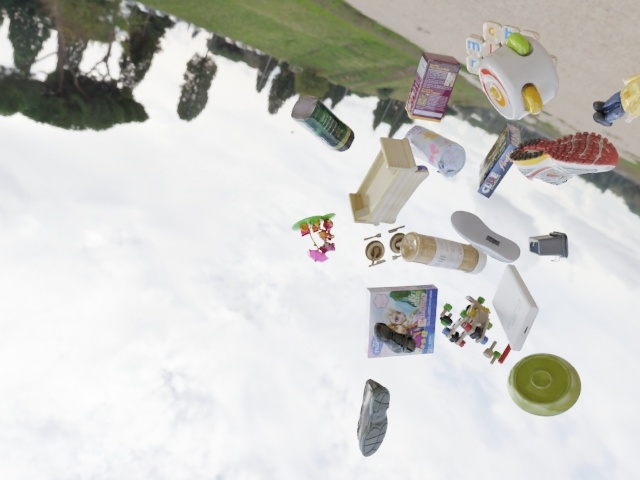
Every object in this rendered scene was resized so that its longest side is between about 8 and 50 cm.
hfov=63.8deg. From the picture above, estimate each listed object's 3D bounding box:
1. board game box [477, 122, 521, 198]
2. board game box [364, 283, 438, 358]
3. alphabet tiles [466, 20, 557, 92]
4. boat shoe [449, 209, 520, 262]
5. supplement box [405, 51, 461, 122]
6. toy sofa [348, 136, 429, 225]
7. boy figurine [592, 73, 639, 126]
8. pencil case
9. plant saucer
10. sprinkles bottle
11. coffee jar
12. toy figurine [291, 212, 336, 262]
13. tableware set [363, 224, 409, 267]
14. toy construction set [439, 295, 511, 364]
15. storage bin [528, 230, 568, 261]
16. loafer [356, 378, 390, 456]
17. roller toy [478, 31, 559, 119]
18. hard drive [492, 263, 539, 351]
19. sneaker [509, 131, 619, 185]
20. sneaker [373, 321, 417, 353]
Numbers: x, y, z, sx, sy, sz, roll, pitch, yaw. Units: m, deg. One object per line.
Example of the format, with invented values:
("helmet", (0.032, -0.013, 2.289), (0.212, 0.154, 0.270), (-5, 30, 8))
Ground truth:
("board game box", (0.533, -0.244, 1.536), (0.042, 0.165, 0.243), (29, -149, 3))
("board game box", (0.358, 0.361, 2.299), (0.317, 0.319, 0.066), (-3, -166, -10))
("alphabet tiles", (0.574, -0.535, 1.563), (0.284, 0.021, 0.278), (31, 162, 31))
("boat shoe", (0.567, -0.008, 1.798), (0.267, 0.096, 0.088), (30, 164, 9))
("supplement box", (0.343, -0.470, 1.580), (0.104, 0.188, 0.081), (6, -143, -11))
("toy sofa", (0.253, -0.217, 1.970), (0.176, 0.363, 0.150), (3, -125, -19))
("boy figurine", (1.057, -0.487, 1.736), (0.092, 0.178, 0.285), (14, 164, -8))
("pencil case", (0.406, -0.323, 1.845), (0.113, 0.124, 0.273), (-24, -146, -10))
("plant saucer", (0.765, 0.486, 1.774), (0.037, 0.240, 0.241), (56, 179, -39))
("sprinkles bottle", (0.484, 0.051, 2.007), (0.355, 0.121, 0.121), (11, -154, -28))
("coffee jar", (0.010, -0.314, 1.405), (0.096, 0.079, 0.184), (24, 175, 46))
("toy figurine", (0.000, 0.000, 1.864), (0.173, 0.130, 0.159), (-17, -105, -8))
("tableware set", (0.266, 0.029, 2.012), (0.194, 0.128, 0.039), (-17, -162, -16))
("toy construction set", (0.693, 0.353, 2.198), (0.308, 0.237, 0.258), (33, 159, 24))
("storage bin", (0.761, 0.023, 1.730), (0.090, 0.098, 0.135), (-4, -174, 5))
("loafer", (0.167, 0.577, 1.683), (0.096, 0.268, 0.084), (-3, -158, -30))
("roller toy", (0.521, -0.425, 1.370), (0.209, 0.146, 0.191), (58, -174, 1))
("hard drive", (0.756, 0.256, 2.014), (0.040, 0.203, 0.308), (10, -152, -2))
("sneaker", (0.514, -0.166, 1.077), (0.093, 0.088, 0.225), (46, 165, -27))
("sneaker", (0.315, 0.403, 2.122), (0.227, 0.130, 0.087), (43, -127, -35))
